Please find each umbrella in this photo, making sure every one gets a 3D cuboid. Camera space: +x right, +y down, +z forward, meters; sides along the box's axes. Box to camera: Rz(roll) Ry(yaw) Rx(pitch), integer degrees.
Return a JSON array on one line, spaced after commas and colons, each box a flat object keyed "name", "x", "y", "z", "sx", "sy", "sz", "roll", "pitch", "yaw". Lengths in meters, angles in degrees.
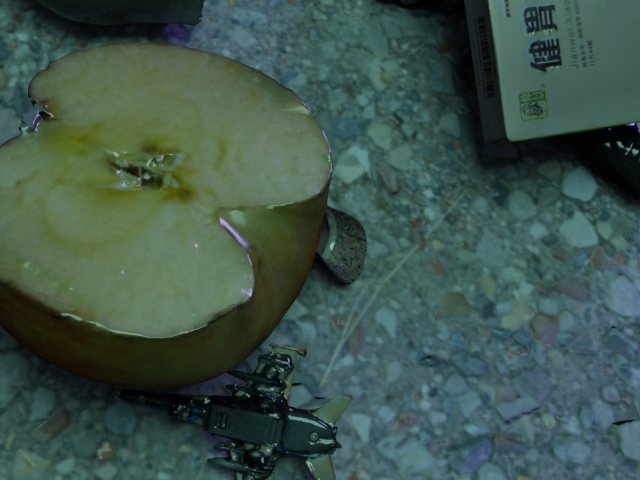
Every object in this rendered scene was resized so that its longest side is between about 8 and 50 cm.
[{"name": "umbrella", "x": 0.232, "y": -0.122, "z": 1.132, "sx": 0.236, "sy": 0.059, "sz": 0.066, "roll": 34, "pitch": 44, "yaw": 1}]

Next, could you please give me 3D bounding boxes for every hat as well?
[{"name": "hat", "x": 0.001, "y": 0.002, "z": 1.027, "sx": 0.087, "sy": 0.042, "sz": 0.058, "roll": 39, "pitch": 59, "yaw": -34}]

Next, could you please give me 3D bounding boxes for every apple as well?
[{"name": "apple", "x": -0.137, "y": 0.000, "z": 0.917, "sx": 0.251, "sy": 0.163, "sz": 0.293, "roll": 24, "pitch": 47, "yaw": 11}]

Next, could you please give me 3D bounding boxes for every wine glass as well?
[{"name": "wine glass", "x": -0.213, "y": -0.239, "z": 1.046, "sx": 0.222, "sy": 0.103, "sz": 0.103, "roll": 5, "pitch": 64, "yaw": -13}]

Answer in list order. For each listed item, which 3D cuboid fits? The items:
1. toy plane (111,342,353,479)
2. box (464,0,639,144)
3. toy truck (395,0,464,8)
[{"name": "toy plane", "x": -0.072, "y": 0.139, "z": 0.925, "sx": 0.188, "sy": 0.062, "sz": 0.135, "roll": 13, "pitch": 89, "yaw": -6}, {"name": "box", "x": 0.219, "y": -0.226, "z": 1.059, "sx": 0.175, "sy": 0.062, "sz": 0.260, "roll": -10, "pitch": 95, "yaw": -12}, {"name": "toy truck", "x": 0.187, "y": -0.275, "z": 1.155, "sx": 0.259, "sy": 0.121, "sz": 0.088, "roll": 6, "pitch": 63, "yaw": -12}]
